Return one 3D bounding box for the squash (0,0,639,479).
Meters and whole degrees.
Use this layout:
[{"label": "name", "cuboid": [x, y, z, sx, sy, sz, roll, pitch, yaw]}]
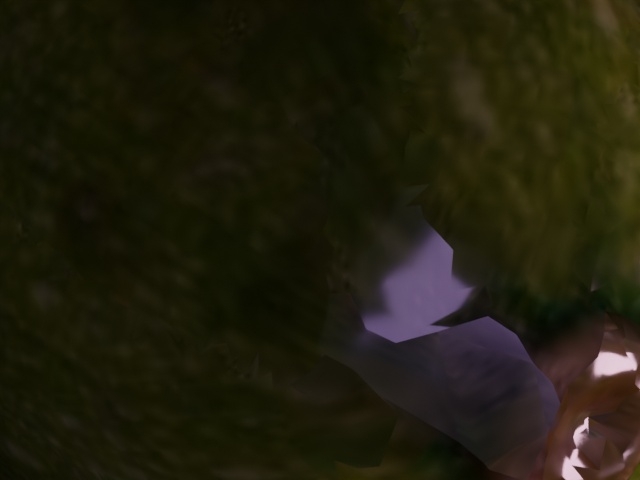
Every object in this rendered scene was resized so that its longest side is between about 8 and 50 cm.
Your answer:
[{"label": "squash", "cuboid": [-0.021, -0.012, 0.539, 0.310, 0.309, 0.310, -2, 107, -7]}]
